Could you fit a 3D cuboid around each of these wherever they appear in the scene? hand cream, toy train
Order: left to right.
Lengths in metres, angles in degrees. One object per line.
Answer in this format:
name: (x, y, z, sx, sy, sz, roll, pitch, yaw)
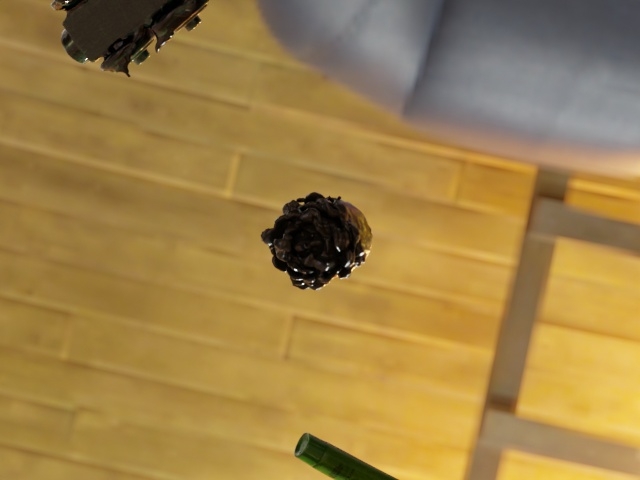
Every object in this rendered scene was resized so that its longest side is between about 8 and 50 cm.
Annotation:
toy train: (-0.080, -0.162, 1.108, 0.170, 0.111, 0.071, -33, 97, 37)
hand cream: (0.034, 0.188, 1.508, 0.122, 0.036, 0.023, 30, -152, -21)

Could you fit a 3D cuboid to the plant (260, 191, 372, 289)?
plant: (0.000, 0.000, 1.876, 0.094, 0.092, 0.143, -17, 178, 14)
